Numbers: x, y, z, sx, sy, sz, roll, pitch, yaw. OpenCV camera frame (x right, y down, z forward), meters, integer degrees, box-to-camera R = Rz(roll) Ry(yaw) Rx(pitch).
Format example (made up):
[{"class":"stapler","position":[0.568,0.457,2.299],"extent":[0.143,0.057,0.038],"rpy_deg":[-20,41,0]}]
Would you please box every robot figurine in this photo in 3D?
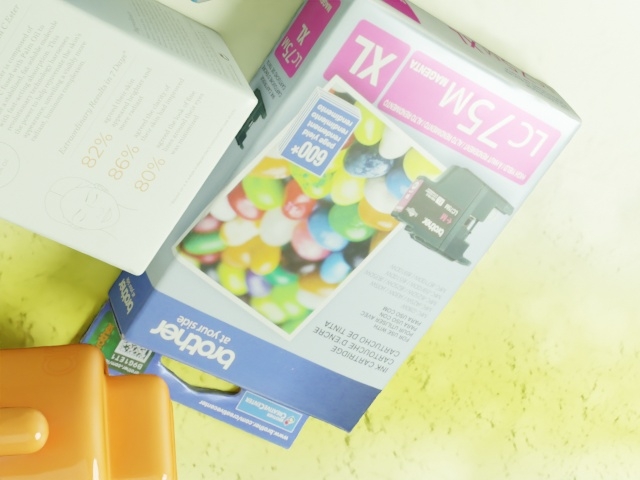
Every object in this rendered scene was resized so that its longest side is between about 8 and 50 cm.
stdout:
[{"class":"robot figurine","position":[-0.198,0.130,1.071],"extent":[0.219,0.158,0.128],"rpy_deg":[-4,112,-4]}]

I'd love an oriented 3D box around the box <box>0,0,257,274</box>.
[{"class":"box","position":[-0.146,-0.081,0.988],"extent":[0.170,0.091,0.130],"rpy_deg":[26,110,-30]}]

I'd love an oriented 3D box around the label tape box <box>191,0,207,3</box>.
[{"class":"label tape box","position":[-0.013,-0.207,0.855],"extent":[0.347,0.249,0.115],"rpy_deg":[-19,85,-9]}]

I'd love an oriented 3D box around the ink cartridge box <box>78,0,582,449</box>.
[{"class":"ink cartridge box","position":[0.000,0.000,1.108],"extent":[0.185,0.065,0.311],"rpy_deg":[26,111,-29]}]
